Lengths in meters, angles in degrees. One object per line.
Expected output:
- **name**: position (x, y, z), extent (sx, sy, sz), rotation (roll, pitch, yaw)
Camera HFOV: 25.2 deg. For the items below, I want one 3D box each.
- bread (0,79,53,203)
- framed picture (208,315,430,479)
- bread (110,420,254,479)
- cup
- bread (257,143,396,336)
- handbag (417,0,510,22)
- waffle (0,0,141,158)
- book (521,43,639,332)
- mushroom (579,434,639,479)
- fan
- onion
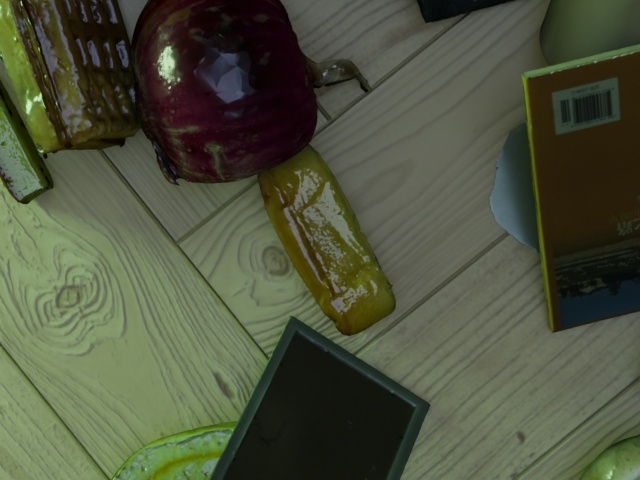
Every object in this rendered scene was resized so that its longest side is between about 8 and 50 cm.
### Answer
- **bread**: position (-0.398, -0.154, 1.751), extent (0.049, 0.088, 0.226), rotation (-27, 92, 0)
- **framed picture**: position (-0.001, 0.250, 1.719), extent (0.216, 0.016, 0.273), rotation (34, 55, -8)
- **bread**: position (-0.154, 0.321, 1.745), extent (0.257, 0.124, 0.186), rotation (-8, 83, -2)
- **cup**: position (0.405, -0.295, 1.691), extent (0.253, 0.200, 0.191), rotation (-5, 55, -12)
- **bread**: position (0.000, 0.000, 1.760), extent (0.094, 0.102, 0.245), rotation (-29, 92, -9)
- **handbag**: position (0.177, -0.373, 1.713), extent (0.175, 0.270, 0.089), rotation (-17, 51, 1)
- **waffle**: position (-0.310, -0.265, 1.691), extent (0.098, 0.224, 0.328), rotation (-19, 91, 15)
- **book**: position (0.384, -0.067, 1.708), extent (0.262, 0.028, 0.374), rotation (-14, 125, -3)
- **mushroom**: position (0.424, 0.357, 1.735), extent (0.255, 0.184, 0.255), rotation (1, 76, -6)
- **fan**: position (0.371, -0.056, 1.814), extent (0.310, 0.010, 0.182), rotation (11, 90, 1)
- **onion**: position (-0.110, -0.197, 1.682), extent (0.272, 0.230, 0.256), rotation (-43, 91, -5)
